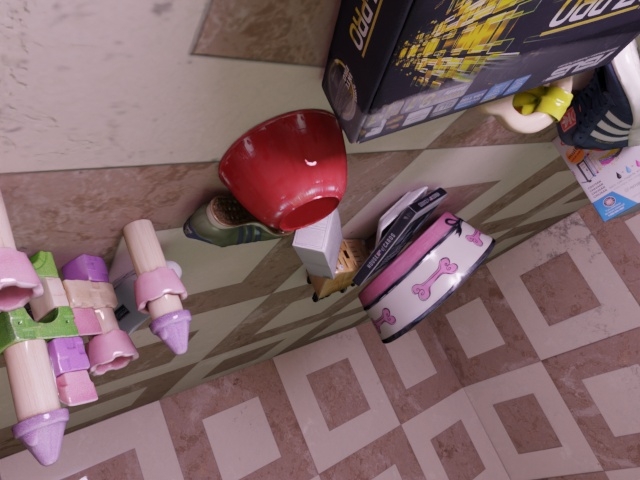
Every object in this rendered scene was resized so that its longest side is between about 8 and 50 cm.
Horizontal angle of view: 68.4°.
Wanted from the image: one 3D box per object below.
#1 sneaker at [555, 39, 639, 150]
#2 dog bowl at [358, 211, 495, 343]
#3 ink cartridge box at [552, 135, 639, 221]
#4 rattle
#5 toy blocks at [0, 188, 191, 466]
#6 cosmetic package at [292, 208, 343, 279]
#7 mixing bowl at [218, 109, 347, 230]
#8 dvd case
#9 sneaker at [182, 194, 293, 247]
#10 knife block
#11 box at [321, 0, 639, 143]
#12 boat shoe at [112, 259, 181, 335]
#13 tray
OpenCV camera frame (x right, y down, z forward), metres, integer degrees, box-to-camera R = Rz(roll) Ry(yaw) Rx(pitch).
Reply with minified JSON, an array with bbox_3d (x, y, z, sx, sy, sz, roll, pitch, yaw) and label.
[{"bbox_3d":[0.511,-0.244,0.869,0.148,0.131,0.350,-8,163,32],"label":"sneaker"},{"bbox_3d":[0.271,0.088,1.289,0.408,0.150,0.408,-43,174,-6],"label":"dog bowl"},{"bbox_3d":[0.698,-0.192,1.081,0.168,0.233,0.171,-11,159,-33],"label":"ink cartridge box"},{"bbox_3d":[0.250,-0.229,0.687,0.199,0.143,0.130,-5,126,-12],"label":"rattle"},{"bbox_3d":[-0.340,0.137,0.552,0.308,0.260,0.288,-30,163,15],"label":"toy blocks"},{"bbox_3d":[0.000,0.000,0.888,0.060,0.099,0.239,12,165,9],"label":"cosmetic package"},{"bbox_3d":[-0.034,-0.076,0.627,0.181,0.098,0.181,-22,163,-7],"label":"mixing bowl"},{"bbox_3d":[0.179,-0.009,1.073,0.179,0.029,0.239,-29,157,-50],"label":"dvd case"},{"bbox_3d":[-0.127,-0.025,0.723,0.086,0.064,0.192,-24,166,28],"label":"sneaker"},{"bbox_3d":[0.009,0.091,1.206,0.242,0.088,0.275,-36,161,29],"label":"knife block"},{"bbox_3d":[0.213,-0.259,0.430,0.394,0.097,0.318,-20,166,-17],"label":"box"},{"bbox_3d":[-0.315,0.105,0.788,0.258,0.095,0.084,-23,-164,38],"label":"boat shoe"},{"bbox_3d":[0.175,-0.037,1.109,0.145,0.030,0.270,-42,165,-8],"label":"tray"}]
